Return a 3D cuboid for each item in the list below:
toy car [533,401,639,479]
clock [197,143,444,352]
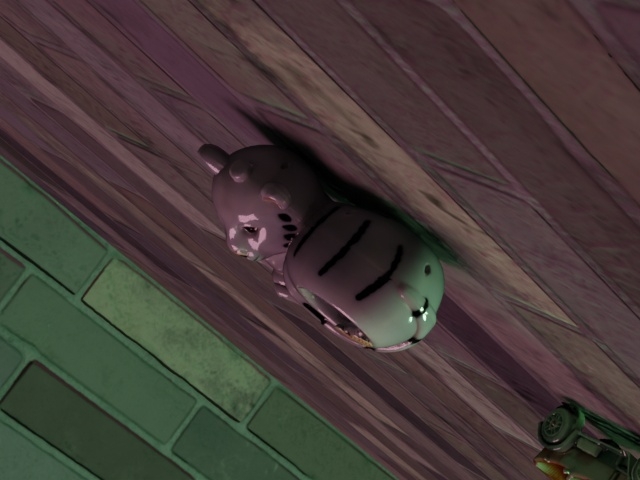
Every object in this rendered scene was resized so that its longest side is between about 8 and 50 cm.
[{"bbox_3d":[0.217,0.170,1.352,0.073,0.054,0.143,41,172,-34],"label":"toy car"},{"bbox_3d":[0.000,0.001,1.201,0.176,0.080,0.117,33,171,34],"label":"clock"}]
